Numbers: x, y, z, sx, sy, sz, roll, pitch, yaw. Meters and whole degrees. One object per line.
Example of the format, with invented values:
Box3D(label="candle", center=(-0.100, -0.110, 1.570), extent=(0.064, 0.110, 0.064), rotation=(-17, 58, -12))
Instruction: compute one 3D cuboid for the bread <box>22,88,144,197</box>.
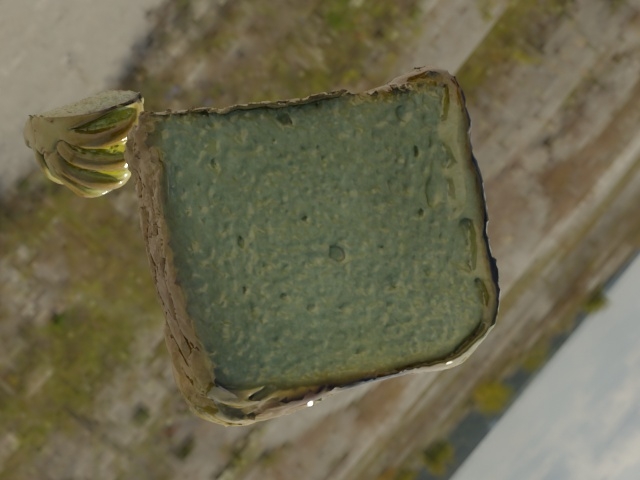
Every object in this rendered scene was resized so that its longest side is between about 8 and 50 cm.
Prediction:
Box3D(label="bread", center=(-0.211, -0.085, 1.408), extent=(0.083, 0.094, 0.157), rotation=(-28, -155, -29))

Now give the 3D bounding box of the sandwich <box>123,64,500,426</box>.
Box3D(label="sandwich", center=(0.000, 0.000, 1.116), extent=(0.251, 0.226, 0.087), rotation=(-13, 175, -24))
